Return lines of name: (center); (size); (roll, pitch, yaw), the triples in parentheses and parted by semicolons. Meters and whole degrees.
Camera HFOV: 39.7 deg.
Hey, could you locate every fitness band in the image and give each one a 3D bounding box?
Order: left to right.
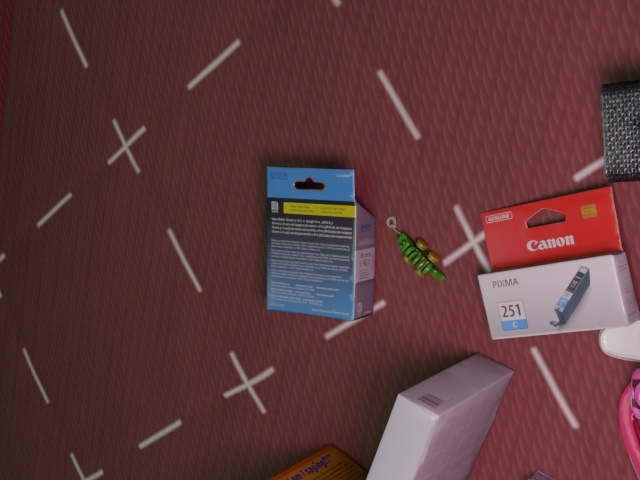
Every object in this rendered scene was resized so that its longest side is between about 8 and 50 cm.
fitness band: (0.685, 0.374, 1.664); (0.209, 0.054, 0.291); (-22, 85, 29)

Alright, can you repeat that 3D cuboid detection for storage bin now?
storage bin: (0.573, -0.199, 1.619); (0.084, 0.122, 0.180); (-1, 95, 32)

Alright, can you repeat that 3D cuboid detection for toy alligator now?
toy alligator: (0.197, 0.020, 1.921); (0.189, 0.051, 0.056); (49, 117, 18)

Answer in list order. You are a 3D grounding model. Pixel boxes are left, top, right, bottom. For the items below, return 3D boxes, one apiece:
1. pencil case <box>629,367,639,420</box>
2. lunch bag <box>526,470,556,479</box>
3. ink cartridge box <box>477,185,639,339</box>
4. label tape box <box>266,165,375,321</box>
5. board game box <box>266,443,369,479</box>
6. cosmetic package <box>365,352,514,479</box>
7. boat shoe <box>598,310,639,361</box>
pencil case: (0.665, 0.292, 1.586); (0.209, 0.095, 0.098); (4, 61, 31)
lunch bag: (0.460, 0.517, 1.805); (0.083, 0.071, 0.053); (23, 106, 27)
ink cartridge box: (0.448, 0.051, 1.737); (0.296, 0.066, 0.261); (-13, 89, 41)
label tape box: (0.000, 0.000, 2.009); (0.241, 0.106, 0.333); (5, 98, 32)
board game box: (0.000, 0.737, 1.948); (0.356, 0.356, 0.356); (34, 112, 24)
cosmetic package: (0.230, 0.399, 1.754); (0.097, 0.377, 0.284); (25, 108, 28)
boat shoe: (0.645, 0.181, 1.635); (0.277, 0.096, 0.098); (-7, 93, 33)
